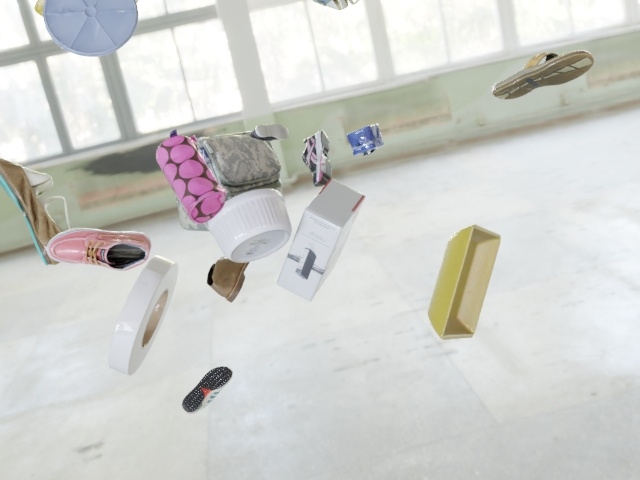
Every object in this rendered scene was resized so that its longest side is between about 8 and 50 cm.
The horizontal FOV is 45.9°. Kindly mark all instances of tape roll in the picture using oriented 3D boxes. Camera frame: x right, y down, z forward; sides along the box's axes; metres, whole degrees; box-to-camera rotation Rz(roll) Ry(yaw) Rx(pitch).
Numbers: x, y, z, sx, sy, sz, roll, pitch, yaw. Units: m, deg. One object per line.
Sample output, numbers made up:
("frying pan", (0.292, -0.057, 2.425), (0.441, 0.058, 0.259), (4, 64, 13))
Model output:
("tape roll", (-0.555, 0.234, 2.390), (0.072, 0.392, 0.392), (22, 17, 0))

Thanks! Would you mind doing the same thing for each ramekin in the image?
("ramekin", (-0.170, -0.030, 1.909), (0.207, 0.109, 0.207), (-22, -20, -8))

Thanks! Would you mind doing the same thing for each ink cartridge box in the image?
("ink cartridge box", (0.000, 0.000, 2.051), (0.114, 0.273, 0.197), (28, 36, 6))

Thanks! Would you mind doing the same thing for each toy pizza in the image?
("toy pizza", (-0.497, -0.490, 1.644), (0.201, 0.201, 0.032), (-16, -7, -10))

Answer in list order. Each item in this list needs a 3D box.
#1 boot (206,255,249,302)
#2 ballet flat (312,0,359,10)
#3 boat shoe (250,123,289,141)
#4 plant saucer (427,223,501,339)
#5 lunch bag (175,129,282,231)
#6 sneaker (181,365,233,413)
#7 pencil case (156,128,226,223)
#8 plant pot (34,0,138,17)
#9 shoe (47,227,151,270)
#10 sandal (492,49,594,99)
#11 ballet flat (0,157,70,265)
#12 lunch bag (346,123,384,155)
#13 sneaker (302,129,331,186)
("boot", (-0.314, 0.079, 2.656), (0.112, 0.115, 0.305), (-50, 16, 33))
("ballet flat", (0.047, -0.521, 1.601), (0.070, 0.070, 0.188), (-21, 8, -29))
("boat shoe", (-0.140, -0.296, 2.104), (0.038, 0.046, 0.125), (-20, -7, 43))
("plant saucer", (0.415, 0.120, 2.225), (0.081, 0.333, 0.332), (16, 2, 26))
("lunch bag", (-0.258, -0.173, 2.121), (0.212, 0.256, 0.305), (0, 12, 36))
("sneaker", (-0.299, 0.396, 1.994), (0.161, 0.057, 0.075), (-43, -12, -23))
("pencil case", (-0.270, -0.134, 1.594), (0.098, 0.095, 0.209), (-25, 57, -14))
("plant pot", (-0.637, -0.642, 2.025), (0.212, 0.212, 0.187), (-45, 16, 24))
("shoe", (-0.383, 0.016, 1.309), (0.178, 0.063, 0.081), (-1, 12, -12))
("sandal", (0.385, -0.299, 1.330), (0.180, 0.049, 0.072), (-17, -25, 35))
("ballet flat", (-0.727, -0.096, 1.949), (0.124, 0.342, 0.116), (-30, -15, -20))
("lunch bag", (0.111, -0.240, 1.835), (0.067, 0.065, 0.098), (-19, 6, 30))
("sneaker", (-0.015, -0.230, 2.199), (0.077, 0.072, 0.178), (-14, 57, 26))
